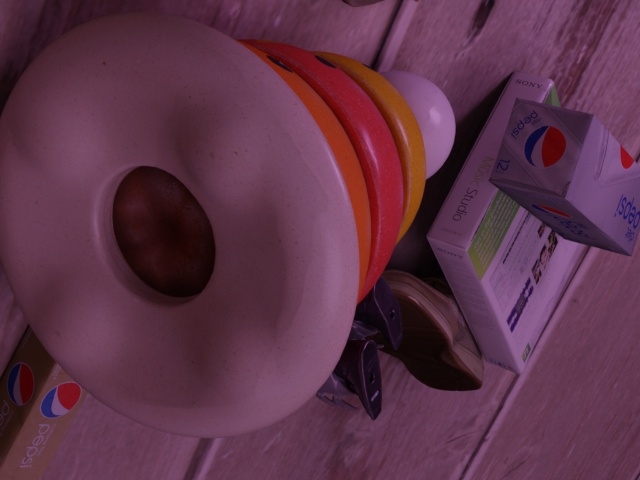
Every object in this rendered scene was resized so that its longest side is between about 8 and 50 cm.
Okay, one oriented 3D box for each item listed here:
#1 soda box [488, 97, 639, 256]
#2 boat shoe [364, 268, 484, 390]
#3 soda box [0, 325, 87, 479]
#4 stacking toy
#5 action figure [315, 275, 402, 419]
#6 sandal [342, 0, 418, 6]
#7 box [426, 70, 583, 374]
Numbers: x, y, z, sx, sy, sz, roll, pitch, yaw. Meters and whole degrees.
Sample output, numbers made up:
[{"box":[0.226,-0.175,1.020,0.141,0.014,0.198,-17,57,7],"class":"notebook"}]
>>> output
[{"box":[0.285,-0.066,1.590,0.286,0.091,0.098,28,80,-61],"class":"soda box"},{"box":[0.127,0.091,1.721,0.302,0.109,0.098,45,49,-55],"class":"boat shoe"},{"box":[-0.278,0.161,1.388,0.061,0.058,0.181,7,119,-50],"class":"soda box"},{"box":[-0.026,-0.064,1.293,0.480,0.351,0.350,-30,147,-54],"class":"stacking toy"},{"box":[-0.070,0.095,1.377,0.185,0.285,0.099,-60,142,-42],"class":"action figure"},{"box":[0.096,-0.255,1.369,0.180,0.049,0.072,-13,134,-39],"class":"sandal"},{"box":[0.231,-0.013,1.684,0.232,0.058,0.322,-61,151,-20],"class":"box"}]
